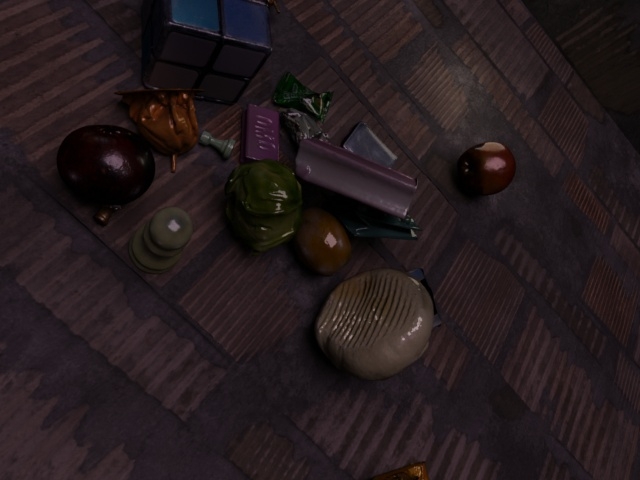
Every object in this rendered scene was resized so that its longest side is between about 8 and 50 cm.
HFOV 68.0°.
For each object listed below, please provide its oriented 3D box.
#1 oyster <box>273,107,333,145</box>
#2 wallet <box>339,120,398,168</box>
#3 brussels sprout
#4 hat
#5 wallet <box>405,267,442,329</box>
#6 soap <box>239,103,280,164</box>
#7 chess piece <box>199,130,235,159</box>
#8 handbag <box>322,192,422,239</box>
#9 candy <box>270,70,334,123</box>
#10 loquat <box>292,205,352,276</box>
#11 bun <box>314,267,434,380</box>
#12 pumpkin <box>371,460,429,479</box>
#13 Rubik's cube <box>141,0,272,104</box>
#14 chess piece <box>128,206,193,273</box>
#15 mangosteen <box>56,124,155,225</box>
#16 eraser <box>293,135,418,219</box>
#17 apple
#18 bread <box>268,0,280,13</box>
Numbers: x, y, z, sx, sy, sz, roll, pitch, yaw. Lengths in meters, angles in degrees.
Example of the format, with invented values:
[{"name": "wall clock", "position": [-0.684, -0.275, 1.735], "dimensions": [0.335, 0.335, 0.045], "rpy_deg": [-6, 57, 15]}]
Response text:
[{"name": "oyster", "position": [-0.040, -0.349, 1.642], "dimensions": [0.251, 0.087, 0.200], "rpy_deg": [17, 56, -33]}, {"name": "wallet", "position": [0.185, -0.334, 1.804], "dimensions": [0.222, 0.036, 0.167], "rpy_deg": [41, 57, -15]}, {"name": "brussels sprout", "position": [-0.162, -0.107, 1.381], "dimensions": [0.226, 0.260, 0.294], "rpy_deg": [-5, 31, -12]}, {"name": "hat", "position": [-0.449, -0.313, 1.374], "dimensions": [0.244, 0.233, 0.234], "rpy_deg": [-9, 105, -21]}, {"name": "wallet", "position": [0.349, 0.220, 1.696], "dimensions": [0.170, 0.069, 0.231], "rpy_deg": [-14, 83, -38]}, {"name": "soap", "position": [-0.197, -0.336, 1.559], "dimensions": [0.122, 0.065, 0.203], "rpy_deg": [8, 69, -28]}, {"name": "chess piece", "position": [-0.322, -0.301, 1.478], "dimensions": [0.103, 0.067, 0.067], "rpy_deg": [22, 64, -13]}, {"name": "handbag", "position": [0.171, -0.104, 1.591], "dimensions": [0.273, 0.269, 0.100], "rpy_deg": [7, 114, -25]}, {"name": "candy", "position": [-0.063, -0.506, 1.690], "dimensions": [0.203, 0.078, 0.141], "rpy_deg": [22, 52, -10]}, {"name": "loquat", "position": [0.000, 0.000, 1.495], "dimensions": [0.179, 0.179, 0.228], "rpy_deg": [-25, 83, -34]}, {"name": "bun", "position": [0.176, 0.260, 1.431], "dimensions": [0.219, 0.364, 0.365], "rpy_deg": [57, 49, -41]}, {"name": "pumpkin", "position": [0.275, 0.753, 1.400], "dimensions": [0.280, 0.190, 0.140], "rpy_deg": [-3, 74, -32]}, {"name": "Rubik's cube", "position": [-0.351, -0.640, 1.419], "dimensions": [0.315, 0.313, 0.319], "rpy_deg": [1, 74, -30]}, {"name": "chess piece", "position": [-0.401, -0.011, 1.216], "dimensions": [0.144, 0.251, 0.145], "rpy_deg": [10, 69, -27]}, {"name": "mangosteen", "position": [-0.546, -0.162, 1.226], "dimensions": [0.235, 0.235, 0.262], "rpy_deg": [-2, 118, -31]}, {"name": "eraser", "position": [0.112, -0.197, 1.456], "dimensions": [0.358, 0.123, 0.272], "rpy_deg": [22, 17, 5]}, {"name": "apple", "position": [0.685, -0.297, 1.981], "dimensions": [0.229, 0.230, 0.230], "rpy_deg": [10, 69, -28]}, {"name": "bread", "position": [-0.231, -0.980, 1.743], "dimensions": [0.124, 0.084, 0.344], "rpy_deg": [-26, 88, -12]}]
